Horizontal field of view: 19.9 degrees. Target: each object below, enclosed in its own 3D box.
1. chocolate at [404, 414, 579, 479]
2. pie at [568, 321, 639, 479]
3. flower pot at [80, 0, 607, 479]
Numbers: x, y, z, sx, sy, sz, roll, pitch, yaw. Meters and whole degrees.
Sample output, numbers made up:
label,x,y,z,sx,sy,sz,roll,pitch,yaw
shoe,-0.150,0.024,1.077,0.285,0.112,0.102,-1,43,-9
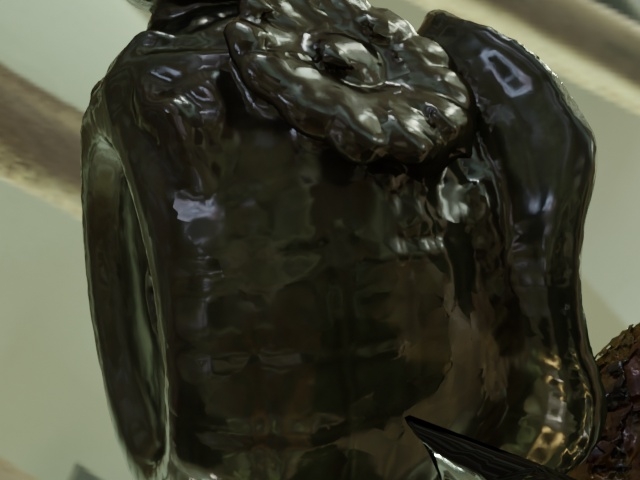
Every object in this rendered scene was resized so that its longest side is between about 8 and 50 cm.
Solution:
label,x,y,z,sx,sy,sz,roll,pitch,yaw
chocolate,0.115,0.196,0.696,0.224,0.206,0.177,25,-96,-28
pie,0.255,0.131,1.080,0.085,0.308,0.308,50,-115,-29
flower pot,0.000,0.000,0.916,0.213,0.302,0.302,-8,-74,-17
